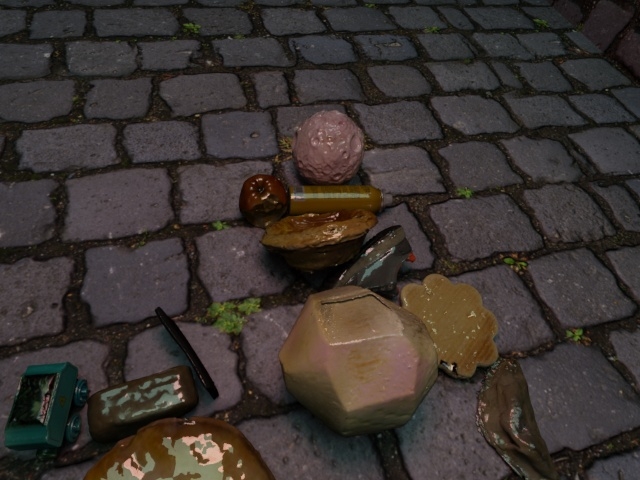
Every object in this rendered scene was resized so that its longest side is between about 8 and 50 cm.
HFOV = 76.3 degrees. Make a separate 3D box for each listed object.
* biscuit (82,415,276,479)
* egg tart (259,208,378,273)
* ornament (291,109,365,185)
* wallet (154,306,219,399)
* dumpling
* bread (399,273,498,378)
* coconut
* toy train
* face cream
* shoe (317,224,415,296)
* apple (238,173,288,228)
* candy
[{"bbox_3d":[-0.285,0.585,0.798,0.429,0.104,0.446,-30,66,-26],"label":"biscuit"},{"bbox_3d":[0.000,0.000,1.177,0.352,0.150,0.352,-11,13,3],"label":"egg tart"},{"bbox_3d":[0.018,-0.310,1.378,0.225,0.259,0.259,8,53,-19],"label":"ornament"},{"bbox_3d":[-0.325,0.273,1.000,0.025,0.124,0.244,-34,65,-19],"label":"wallet"},{"bbox_3d":[0.482,0.443,1.019,0.166,0.086,0.332,2,50,-10],"label":"dumpling"},{"bbox_3d":[0.356,0.238,1.163,0.316,0.054,0.316,3,56,-5],"label":"bread"},{"bbox_3d":[0.073,0.268,0.948,0.353,0.352,0.352,4,54,-5],"label":"coconut"},{"bbox_3d":[-0.587,0.360,0.885,0.107,0.154,0.197,-3,56,-6],"label":"toy train"},{"bbox_3d":[0.068,-0.132,1.356,0.349,0.105,0.105,-2,55,-9],"label":"face cream"},{"bbox_3d":[0.148,0.112,1.195,0.336,0.132,0.171,-40,98,-11],"label":"shoe"},{"bbox_3d":[-0.181,-0.134,1.290,0.156,0.158,0.147,-5,53,-6],"label":"apple"},{"bbox_3d":[-0.403,0.372,0.934,0.234,0.102,0.104,-12,57,-19],"label":"candy"}]
